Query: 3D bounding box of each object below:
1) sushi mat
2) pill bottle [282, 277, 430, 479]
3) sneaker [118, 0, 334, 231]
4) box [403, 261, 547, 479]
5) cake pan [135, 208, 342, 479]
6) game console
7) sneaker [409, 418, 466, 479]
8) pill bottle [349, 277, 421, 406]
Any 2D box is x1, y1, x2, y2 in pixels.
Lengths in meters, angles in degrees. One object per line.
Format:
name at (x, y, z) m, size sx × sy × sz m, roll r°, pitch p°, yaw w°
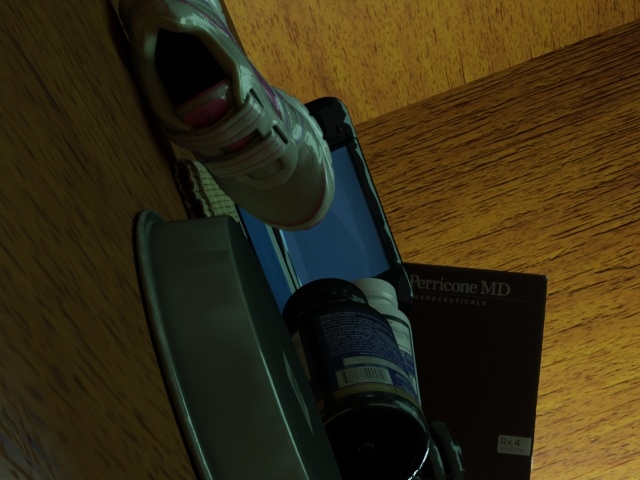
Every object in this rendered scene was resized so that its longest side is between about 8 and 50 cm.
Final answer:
sushi mat at (-0.085, -0.001, 1.237) m, size 0.316 × 0.019 × 0.151 m, roll -62°, pitch 131°, yaw -88°
pill bottle at (0.024, 0.135, 1.318) m, size 0.219 × 0.122 × 0.123 m, roll -107°, pitch 176°, yaw -55°
sneaker at (-0.080, -0.100, 1.090) m, size 0.252 × 0.103 × 0.111 m, roll 50°, pitch 16°, yaw -18°
box at (0.183, 0.225, 1.748) m, size 0.143 × 0.191 × 0.382 m, roll 47°, pitch 48°, yaw -84°
cake pan at (-0.038, 0.109, 0.853) m, size 0.293 × 0.054 × 0.293 m, roll -21°, pitch 90°, yaw -89°
game console at (0.000, 0.000, 1.552) m, size 0.173 × 0.250 × 0.293 m, roll 1°, pitch -66°, yaw 63°
sneaker at (0.087, 0.253, 1.525) m, size 0.296 × 0.146 × 0.105 m, roll 54°, pitch 18°, yaw -79°
pill bottle at (0.056, 0.128, 1.467) m, size 0.094 × 0.094 × 0.169 m, roll 67°, pitch 14°, yaw -51°
